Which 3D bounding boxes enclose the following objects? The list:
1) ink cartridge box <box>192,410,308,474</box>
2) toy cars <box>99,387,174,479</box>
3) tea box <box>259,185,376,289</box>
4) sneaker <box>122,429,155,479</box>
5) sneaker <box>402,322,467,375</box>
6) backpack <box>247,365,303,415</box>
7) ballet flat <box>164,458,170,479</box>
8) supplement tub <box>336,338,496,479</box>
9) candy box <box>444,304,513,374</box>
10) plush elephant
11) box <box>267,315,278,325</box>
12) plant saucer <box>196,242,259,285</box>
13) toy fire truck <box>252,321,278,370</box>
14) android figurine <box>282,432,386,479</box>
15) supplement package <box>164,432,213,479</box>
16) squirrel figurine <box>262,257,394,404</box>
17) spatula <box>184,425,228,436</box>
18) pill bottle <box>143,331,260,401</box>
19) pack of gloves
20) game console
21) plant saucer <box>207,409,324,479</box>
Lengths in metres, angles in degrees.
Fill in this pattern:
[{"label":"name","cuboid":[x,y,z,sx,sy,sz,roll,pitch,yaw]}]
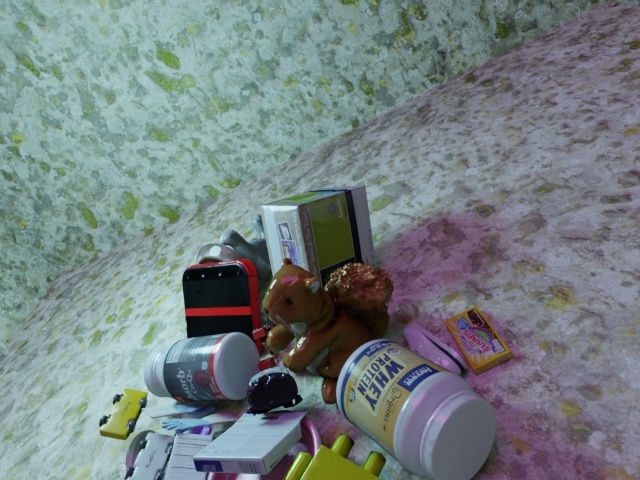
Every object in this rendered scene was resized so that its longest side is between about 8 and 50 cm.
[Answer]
[{"label":"ink cartridge box","cuboid":[-0.166,0.506,1.245,0.223,0.045,0.224,-13,5,29]},{"label":"toy cars","cuboid":[-0.540,0.596,1.455,0.176,0.087,0.393,-10,32,-39]},{"label":"tea box","cuboid":[0.000,0.000,1.729,0.323,0.329,0.219,-19,16,-40]},{"label":"sneaker","cuboid":[-0.517,0.687,1.469,0.120,0.099,0.263,-11,36,10]},{"label":"sneaker","cuboid":[0.283,0.304,1.328,0.095,0.090,0.235,-45,29,-8]},{"label":"backpack","cuboid":[-0.131,0.414,1.378,0.151,0.115,0.182,-9,-14,-6]},{"label":"ballet flat","cuboid":[-0.416,0.692,1.380,0.084,0.058,0.250,-25,28,11]},{"label":"supplement tub","cuboid":[0.208,0.378,1.119,0.228,0.228,0.316,-41,30,-20]},{"label":"candy box","cuboid":[0.417,0.262,1.323,0.105,0.027,0.206,-31,27,6]},{"label":"plush elephant","cuboid":[-0.288,0.097,2.052,0.255,0.330,0.272,-38,5,36]},{"label":"box","cuboid":[-0.057,0.252,1.718,0.275,0.094,0.113,-2,38,41]},{"label":"plant saucer","cuboid":[-0.380,0.157,1.948,0.310,0.311,0.050,-7,26,37]},{"label":"toy fire truck","cuboid":[-0.173,0.351,1.661,0.047,0.135,0.192,-23,-5,13]},{"label":"android figurine","cuboid":[0.030,0.565,1.068,0.248,0.056,0.273,20,49,21]},{"label":"supplement package","cuboid":[-0.358,0.631,1.336,0.105,0.105,0.179,8,30,-6]},{"label":"squirrel figurine","cuboid":[0.018,0.197,1.428,0.396,0.371,0.281,-33,27,-14]},{"label":"spatula","cuboid":[-0.306,0.585,1.480,0.296,0.030,0.084,-11,34,31]},{"label":"pill bottle","cuboid":[-0.397,0.426,1.637,0.362,0.210,0.210,-13,32,30]},{"label":"pack of gloves","cuboid":[-0.398,0.548,1.503,0.195,0.232,0.046,3,85,49]},{"label":"game console","cuboid":[-0.371,0.250,1.834,0.386,0.342,0.060,-8,-2,38]},{"label":"plant saucer","cuboid":[-0.131,0.592,1.246,0.331,0.084,0.332,-23,28,13]}]
